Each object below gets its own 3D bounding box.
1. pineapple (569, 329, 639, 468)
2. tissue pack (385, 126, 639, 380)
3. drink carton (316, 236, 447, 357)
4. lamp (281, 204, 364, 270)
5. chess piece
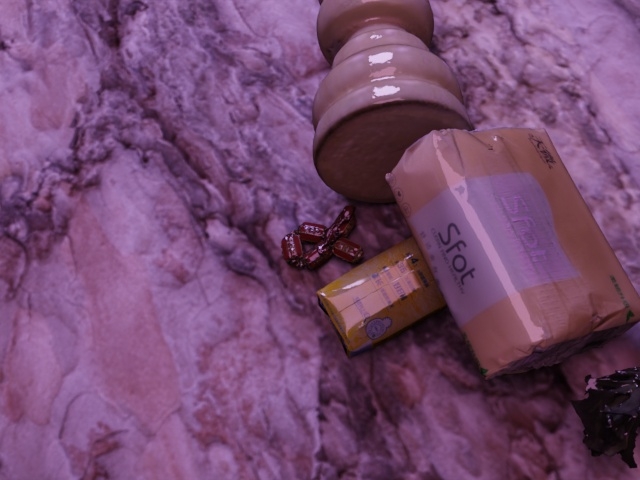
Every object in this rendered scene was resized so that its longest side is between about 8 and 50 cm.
[{"bbox_3d":[0.327,0.100,0.863,0.251,0.125,0.125,-37,65,-12],"label":"pineapple"},{"bbox_3d":[0.178,0.002,0.896,0.186,0.090,0.222,-5,65,-40],"label":"tissue pack"},{"bbox_3d":[0.098,0.036,0.951,0.200,0.074,0.084,-30,74,-5],"label":"drink carton"},{"bbox_3d":[0.000,0.000,1.009,0.083,0.031,0.063,-13,63,8],"label":"lamp"},{"bbox_3d":[0.063,-0.205,1.033,0.166,0.167,0.300,-8,58,6],"label":"chess piece"}]
